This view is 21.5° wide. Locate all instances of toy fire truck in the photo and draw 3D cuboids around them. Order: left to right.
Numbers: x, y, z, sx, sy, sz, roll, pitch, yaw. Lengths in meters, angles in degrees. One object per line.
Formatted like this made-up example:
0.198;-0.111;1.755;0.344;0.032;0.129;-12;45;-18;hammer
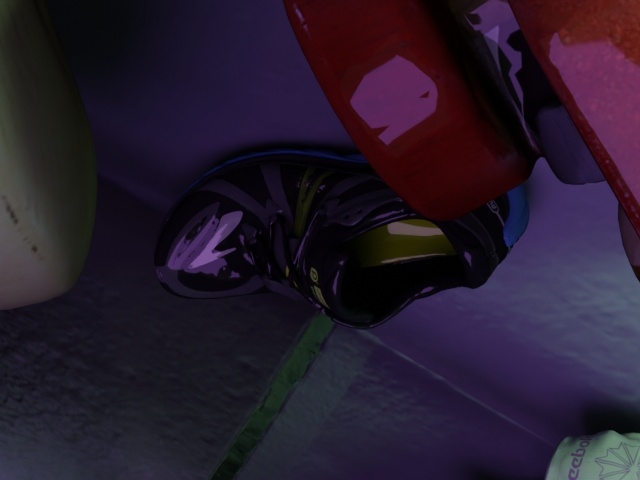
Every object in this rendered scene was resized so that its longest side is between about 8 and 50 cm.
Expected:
0.129;-0.038;0.542;0.169;0.302;0.254;-30;102;16;toy fire truck

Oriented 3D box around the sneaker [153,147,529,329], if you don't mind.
0.000;0.000;0.770;0.188;0.078;0.067;-5;124;27;sneaker

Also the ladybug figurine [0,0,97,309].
-0.205;-0.139;0.590;0.162;0.305;0.449;-21;130;-5;ladybug figurine

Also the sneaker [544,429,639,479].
0.187;0.155;0.787;0.305;0.114;0.152;-19;117;35;sneaker
